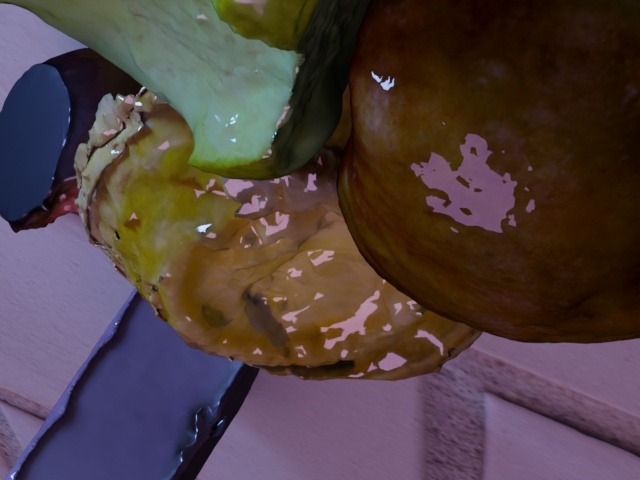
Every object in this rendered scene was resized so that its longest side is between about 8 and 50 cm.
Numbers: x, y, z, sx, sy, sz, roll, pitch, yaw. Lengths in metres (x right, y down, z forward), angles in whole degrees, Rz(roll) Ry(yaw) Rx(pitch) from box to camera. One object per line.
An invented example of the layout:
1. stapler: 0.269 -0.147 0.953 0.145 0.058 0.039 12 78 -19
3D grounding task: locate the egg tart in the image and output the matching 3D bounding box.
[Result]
1. egg tart: 0.000 0.000 0.855 0.278 0.095 0.279 0 147 0

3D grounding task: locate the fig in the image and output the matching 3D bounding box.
1. fig: 0.132 -0.007 0.625 0.290 0.190 0.191 47 154 6

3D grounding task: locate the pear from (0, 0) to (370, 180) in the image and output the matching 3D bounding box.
1. pear: -0.088 -0.180 0.634 0.281 0.176 0.286 29 152 6

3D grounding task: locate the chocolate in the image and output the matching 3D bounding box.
1. chocolate: -0.118 -0.046 0.953 0.133 0.127 0.124 17 -163 -47

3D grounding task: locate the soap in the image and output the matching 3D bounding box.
1. soap: -0.143 0.165 1.151 0.107 0.296 0.285 31 152 3
